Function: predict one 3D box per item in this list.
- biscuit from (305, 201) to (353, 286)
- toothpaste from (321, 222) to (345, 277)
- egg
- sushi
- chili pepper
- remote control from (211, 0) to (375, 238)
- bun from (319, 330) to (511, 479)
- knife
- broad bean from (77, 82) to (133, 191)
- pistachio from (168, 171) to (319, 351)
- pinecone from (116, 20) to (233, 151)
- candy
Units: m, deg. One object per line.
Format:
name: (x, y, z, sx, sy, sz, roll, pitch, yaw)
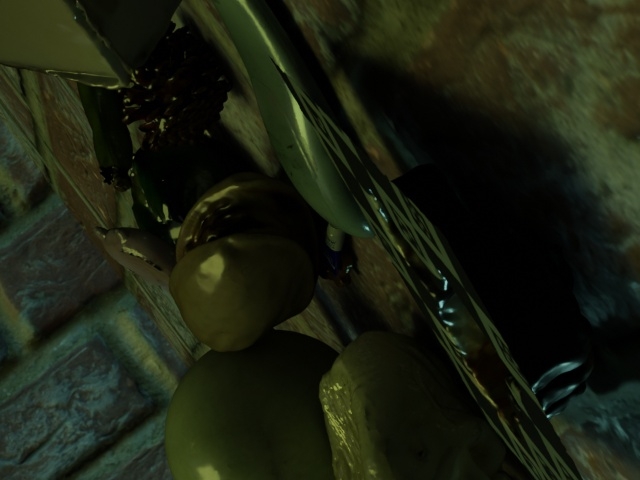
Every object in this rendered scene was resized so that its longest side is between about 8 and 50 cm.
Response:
biscuit: (0.000, 0.000, 1.523, 0.092, 0.016, 0.082, 59, 163, 3)
toothpaste: (0.011, 0.005, 1.464, 0.024, 0.015, 0.083, 55, 161, 20)
egg: (-0.048, 0.177, 1.612, 0.186, 0.186, 0.253, 52, -158, 6)
sushi: (0.118, 0.045, 1.074, 0.339, 0.069, 0.320, 58, 177, -27)
chili pepper: (-0.119, -0.042, 1.709, 0.148, 0.116, 0.264, 65, 169, 1)
remote control: (-0.024, -0.099, 1.243, 0.097, 0.045, 0.256, 35, 157, 58)
bun: (0.083, 0.183, 1.438, 0.231, 0.133, 0.231, 169, 90, -82)
knife: (-0.064, 0.091, 1.745, 0.398, 0.038, 0.132, 38, 158, -34)
broad bean: (-0.217, -0.151, 1.700, 0.060, 0.043, 0.297, 56, -167, -55)
pistachio: (-0.064, 0.021, 1.512, 0.206, 0.131, 0.129, 111, 161, -62)
pinecone: (-0.123, -0.131, 1.462, 0.102, 0.102, 0.109, 102, 158, -76)
candy: (-0.208, -0.216, 1.263, 0.195, 0.137, 0.185, 14, 155, 34)
